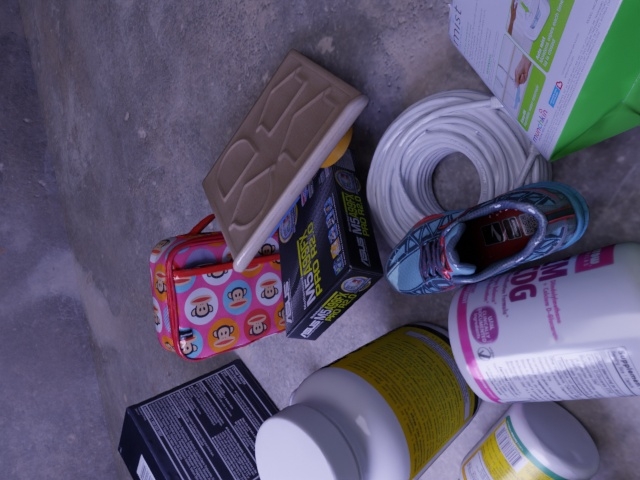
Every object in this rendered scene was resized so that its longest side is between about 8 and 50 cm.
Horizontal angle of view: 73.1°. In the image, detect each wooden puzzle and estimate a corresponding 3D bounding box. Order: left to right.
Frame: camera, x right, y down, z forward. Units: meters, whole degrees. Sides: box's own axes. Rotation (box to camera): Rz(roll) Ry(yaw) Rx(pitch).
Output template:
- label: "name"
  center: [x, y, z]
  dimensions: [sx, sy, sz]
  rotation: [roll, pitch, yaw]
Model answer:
- label: "wooden puzzle"
  center: [-0.074, -0.149, 0.754]
  dimensions: [0.322, 0.080, 0.348]
  rotation: [-52, 36, 14]

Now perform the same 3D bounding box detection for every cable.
- label: "cable"
  center: [0.189, -0.082, 0.622]
  dimensions: [0.257, 0.089, 0.258]
  rotation: [21, 113, 39]

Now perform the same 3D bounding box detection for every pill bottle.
- label: "pill bottle"
  center: [0.079, 0.248, 0.614]
  dimensions: [0.187, 0.333, 0.188]
  rotation: [9, 103, 41]
- label: "pill bottle"
  center: [0.270, 0.326, 0.603]
  dimensions: [0.117, 0.117, 0.209]
  rotation: [41, 123, 29]
- label: "pill bottle"
  center: [0.309, 0.095, 0.495]
  dimensions: [0.283, 0.160, 0.161]
  rotation: [-24, 81, 42]

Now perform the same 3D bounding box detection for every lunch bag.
- label: "lunch bag"
  center: [-0.178, 0.074, 0.848]
  dimensions: [0.120, 0.292, 0.259]
  rotation: [3, 100, 47]

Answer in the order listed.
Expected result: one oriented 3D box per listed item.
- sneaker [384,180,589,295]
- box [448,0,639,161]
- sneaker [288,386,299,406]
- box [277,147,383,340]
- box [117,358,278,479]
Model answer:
- label: "sneaker"
  center: [0.163, 0.003, 0.515]
  dimensions: [0.261, 0.125, 0.104]
  rotation: [-31, 77, 42]
- label: "box"
  center: [0.230, -0.252, 0.398]
  dimensions: [0.126, 0.262, 0.231]
  rotation: [-21, 60, 0]
- label: "sneaker"
  center: [0.060, 0.385, 0.815]
  dimensions: [0.282, 0.099, 0.153]
  rotation: [56, 134, 11]
- label: "box"
  center: [0.000, 0.000, 0.736]
  dimensions: [0.216, 0.060, 0.270]
  rotation: [-50, 36, 42]
- label: "box"
  center: [-0.245, 0.478, 0.981]
  dimensions: [0.296, 0.293, 0.183]
  rotation: [44, 126, 28]
